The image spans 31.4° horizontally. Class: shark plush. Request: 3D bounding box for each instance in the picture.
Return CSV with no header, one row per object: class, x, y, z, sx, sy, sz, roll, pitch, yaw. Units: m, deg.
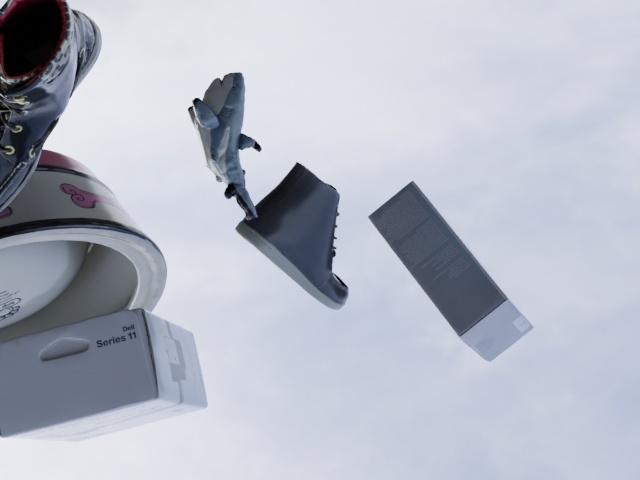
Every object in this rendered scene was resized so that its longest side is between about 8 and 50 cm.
shark plush,-0.097,-0.105,1.270,0.067,0.161,0.073,-16,169,-12

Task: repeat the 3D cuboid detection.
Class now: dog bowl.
dog bowl,-0.403,0.047,1.392,0.408,0.408,0.150,-23,-116,-13

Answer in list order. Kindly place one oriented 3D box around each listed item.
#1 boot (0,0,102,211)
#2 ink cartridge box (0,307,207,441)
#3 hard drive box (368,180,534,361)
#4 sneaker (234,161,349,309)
boot,-0.287,-0.122,1.029,0.236,0.085,0.178,-57,-176,-3
ink cartridge box,-0.205,0.132,1.080,0.153,0.087,0.208,-15,168,4
hard drive box,0.190,0.048,1.659,0.089,0.181,0.232,-39,-116,6
sneaker,0.000,0.000,1.394,0.118,0.222,0.083,-50,-128,-1
